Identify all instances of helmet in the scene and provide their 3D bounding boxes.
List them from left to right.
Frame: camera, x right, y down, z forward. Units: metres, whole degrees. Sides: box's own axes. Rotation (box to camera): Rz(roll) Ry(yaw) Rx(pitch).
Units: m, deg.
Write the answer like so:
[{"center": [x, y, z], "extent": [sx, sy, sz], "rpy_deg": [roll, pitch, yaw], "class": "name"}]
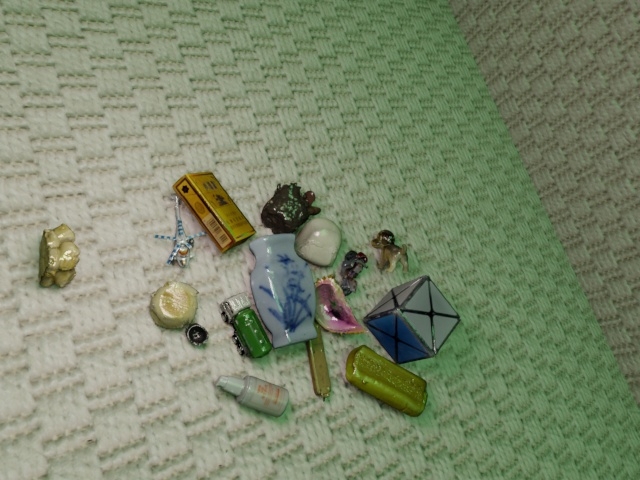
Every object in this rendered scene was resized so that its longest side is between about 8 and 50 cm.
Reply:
[{"center": [-0.425, 0.322, 1.514], "extent": [0.084, 0.049, 0.065], "rpy_deg": [45, 64, -4], "class": "helmet"}]

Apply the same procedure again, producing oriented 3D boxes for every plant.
[{"center": [-0.122, -0.134, 1.808], "extent": [0.204, 0.178, 0.234], "rpy_deg": [45, 61, -4], "class": "plant"}]

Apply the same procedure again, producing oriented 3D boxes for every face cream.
[{"center": [-0.236, 0.516, 1.510], "extent": [0.251, 0.101, 0.101], "rpy_deg": [28, 58, -18], "class": "face cream"}]

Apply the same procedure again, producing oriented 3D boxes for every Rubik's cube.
[{"center": [0.387, 0.335, 1.860], "extent": [0.255, 0.260, 0.259], "rpy_deg": [-40, 95, -35], "class": "Rubik's cube"}]

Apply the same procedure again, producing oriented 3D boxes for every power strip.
[{"center": [-0.013, 0.460, 1.703], "extent": [0.064, 0.044, 0.306], "rpy_deg": [0, 68, -31], "class": "power strip"}]

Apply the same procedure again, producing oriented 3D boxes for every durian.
[{"center": [0.047, 0.268, 1.772], "extent": [0.186, 0.154, 0.261], "rpy_deg": [-16, 83, -12], "class": "durian"}]

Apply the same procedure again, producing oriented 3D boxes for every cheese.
[{"center": [0.000, 0.000, 1.832], "extent": [0.198, 0.189, 0.154], "rpy_deg": [22, 28, -22], "class": "cheese"}]

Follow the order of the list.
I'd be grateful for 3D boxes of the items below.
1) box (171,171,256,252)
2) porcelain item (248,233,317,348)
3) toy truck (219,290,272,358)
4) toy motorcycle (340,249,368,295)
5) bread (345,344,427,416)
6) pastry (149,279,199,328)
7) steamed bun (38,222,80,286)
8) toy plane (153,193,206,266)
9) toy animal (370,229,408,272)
[{"center": [-0.388, -0.112, 1.645], "extent": [0.301, 0.084, 0.193], "rpy_deg": [53, 18, 0], "class": "box"}, {"center": [-0.140, 0.188, 1.660], "extent": [0.242, 0.178, 0.405], "rpy_deg": [-5, 75, -33], "class": "porcelain item"}, {"center": [-0.262, 0.305, 1.571], "extent": [0.101, 0.125, 0.243], "rpy_deg": [-24, 82, -35], "class": "toy truck"}, {"center": [0.144, 0.134, 1.887], "extent": [0.082, 0.122, 0.213], "rpy_deg": [30, 57, -33], "class": "toy motorcycle"}, {"center": [0.261, 0.566, 1.773], "extent": [0.383, 0.112, 0.166], "rpy_deg": [32, 55, -14], "class": "bread"}, {"center": [-0.494, 0.218, 1.494], "extent": [0.165, 0.088, 0.166], "rpy_deg": [13, 64, -27], "class": "pastry"}, {"center": [-0.793, 0.041, 1.352], "extent": [0.106, 0.177, 0.192], "rpy_deg": [3, 54, -39], "class": "steamed bun"}, {"center": [-0.517, -0.032, 1.599], "extent": [0.182, 0.107, 0.273], "rpy_deg": [-23, 68, -28], "class": "toy plane"}, {"center": [0.314, 0.055, 1.997], "extent": [0.121, 0.233, 0.169], "rpy_deg": [-1, 110, -20], "class": "toy animal"}]
